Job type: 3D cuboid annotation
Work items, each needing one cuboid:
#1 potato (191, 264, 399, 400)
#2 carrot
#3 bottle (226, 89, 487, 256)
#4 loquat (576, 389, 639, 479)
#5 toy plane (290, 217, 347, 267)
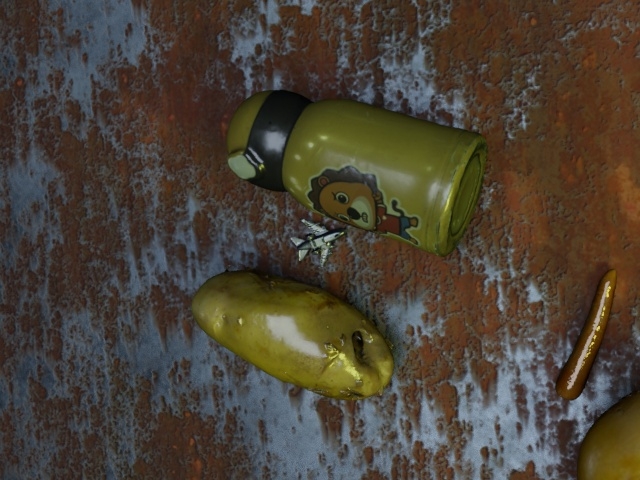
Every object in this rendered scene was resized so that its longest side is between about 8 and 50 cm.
[{"bbox_3d":[-0.037,0.127,1.438,0.300,0.173,0.140,24,85,15],"label":"potato"},{"bbox_3d":[0.362,0.126,1.379,0.037,0.037,0.190,22,96,16],"label":"carrot"},{"bbox_3d":[0.036,-0.105,1.407,0.351,0.171,0.172,17,98,19],"label":"bottle"},{"bbox_3d":[0.437,0.286,1.258,0.235,0.235,0.235,1,93,19],"label":"loquat"},{"bbox_3d":[0.000,0.000,1.494,0.083,0.031,0.079,-19,102,21],"label":"toy plane"}]
